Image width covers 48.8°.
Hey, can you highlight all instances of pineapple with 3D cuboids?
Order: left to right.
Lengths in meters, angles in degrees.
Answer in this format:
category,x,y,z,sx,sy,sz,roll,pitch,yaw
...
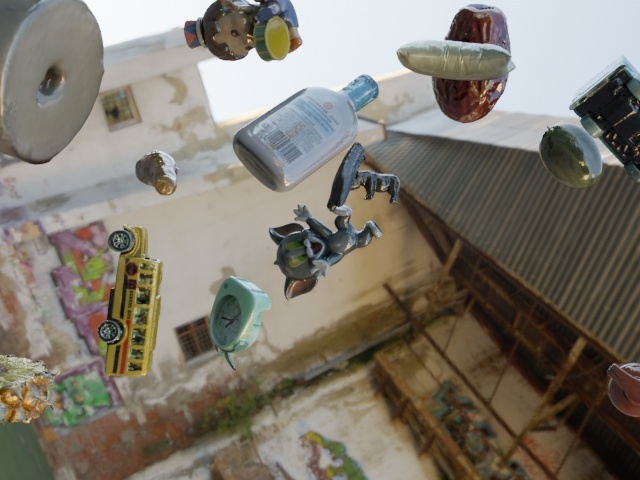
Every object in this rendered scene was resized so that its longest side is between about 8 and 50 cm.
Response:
category,x,y,z,sx,sy,sz,roll,pitch,yaw
pineapple,-0.493,0.244,1.151,0.233,0.135,0.079,-163,-107,-72

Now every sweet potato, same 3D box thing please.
category,x,y,z,sx,sy,sz,roll,pitch,yaw
sweet potato,-0.435,-0.187,1.909,0.385,0.109,0.109,24,-46,65

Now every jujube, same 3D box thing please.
category,x,y,z,sx,sy,sz,roll,pitch,yaw
jujube,0.382,-0.444,1.785,0.197,0.197,0.290,41,-45,46

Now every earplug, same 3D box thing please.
category,x,y,z,sx,sy,sz,roll,pitch,yaw
earplug,-0.653,-0.345,1.301,0.394,0.312,0.312,19,-38,9

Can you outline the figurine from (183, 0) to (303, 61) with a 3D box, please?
category,x,y,z,sx,sy,sz,roll,pitch,yaw
figurine,-0.182,-0.480,1.610,0.276,0.158,0.161,4,-22,36

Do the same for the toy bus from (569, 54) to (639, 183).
category,x,y,z,sx,sy,sz,roll,pitch,yaw
toy bus,0.591,-0.204,1.297,0.256,0.147,0.128,46,-57,-4

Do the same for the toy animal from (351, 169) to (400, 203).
category,x,y,z,sx,sy,sz,roll,pitch,yaw
toy animal,0.107,-0.118,1.508,0.047,0.136,0.065,165,-69,-77

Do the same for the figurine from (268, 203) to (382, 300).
category,x,y,z,sx,sy,sz,roll,pitch,yaw
figurine,0.004,-0.001,1.663,0.140,0.265,0.193,102,-36,-79

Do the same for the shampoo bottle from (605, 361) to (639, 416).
category,x,y,z,sx,sy,sz,roll,pitch,yaw
shampoo bottle,0.474,0.223,1.065,0.085,0.085,0.244,57,12,22

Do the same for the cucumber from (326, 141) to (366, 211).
category,x,y,z,sx,sy,sz,roll,pitch,yaw
cucumber,0.040,-0.103,1.118,0.033,0.135,0.034,-18,-55,43

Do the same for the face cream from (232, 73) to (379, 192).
category,x,y,z,sx,sy,sz,roll,pitch,yaw
face cream,-0.012,-0.238,1.439,0.163,0.337,0.080,44,-27,12

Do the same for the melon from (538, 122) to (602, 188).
category,x,y,z,sx,sy,sz,roll,pitch,yaw
melon,0.536,-0.185,1.519,0.167,0.114,0.114,45,-18,-15

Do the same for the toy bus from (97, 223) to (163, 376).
category,x,y,z,sx,sy,sz,roll,pitch,yaw
toy bus,-0.423,0.134,1.593,0.121,0.123,0.335,180,-83,-85

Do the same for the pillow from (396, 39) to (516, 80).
category,x,y,z,sx,sy,sz,roll,pitch,yaw
pillow,0.298,-0.396,1.541,0.144,0.254,0.078,-1,99,-76

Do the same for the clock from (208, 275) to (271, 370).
category,x,y,z,sx,sy,sz,roll,pitch,yaw
clock,-0.134,0.130,1.102,0.101,0.041,0.135,32,-77,47
